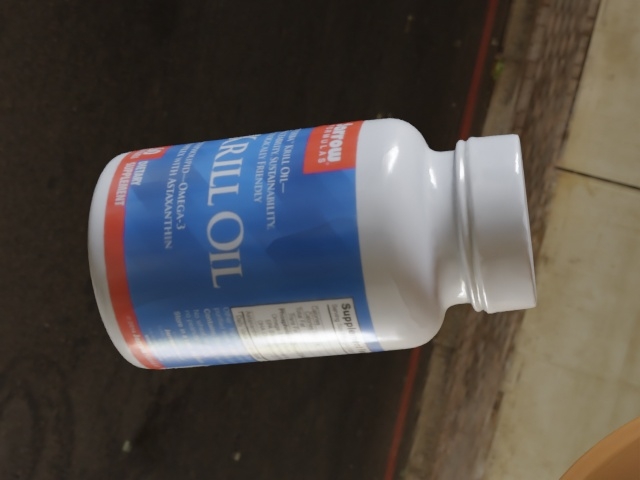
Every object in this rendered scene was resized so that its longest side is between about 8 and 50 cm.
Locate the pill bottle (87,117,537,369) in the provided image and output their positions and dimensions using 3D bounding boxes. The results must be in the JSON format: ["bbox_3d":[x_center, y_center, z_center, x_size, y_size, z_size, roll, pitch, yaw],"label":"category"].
[{"bbox_3d":[0.000,0.000,0.572,0.124,0.221,0.124,-7,90,-79],"label":"pill bottle"}]

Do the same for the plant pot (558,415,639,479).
[{"bbox_3d":[0.212,0.194,0.462,0.291,0.291,0.203,-69,159,-12],"label":"plant pot"}]
